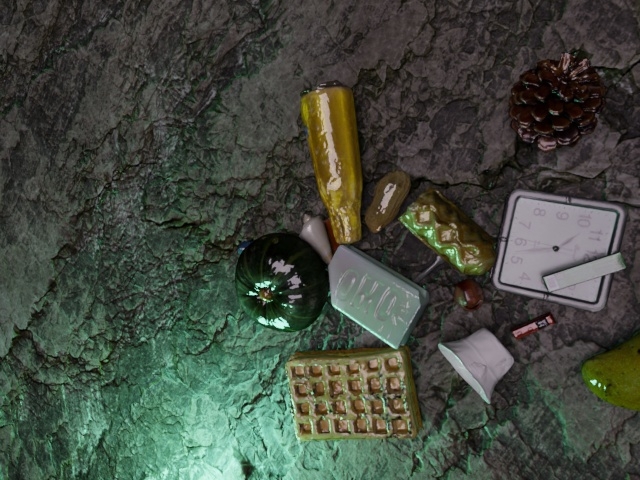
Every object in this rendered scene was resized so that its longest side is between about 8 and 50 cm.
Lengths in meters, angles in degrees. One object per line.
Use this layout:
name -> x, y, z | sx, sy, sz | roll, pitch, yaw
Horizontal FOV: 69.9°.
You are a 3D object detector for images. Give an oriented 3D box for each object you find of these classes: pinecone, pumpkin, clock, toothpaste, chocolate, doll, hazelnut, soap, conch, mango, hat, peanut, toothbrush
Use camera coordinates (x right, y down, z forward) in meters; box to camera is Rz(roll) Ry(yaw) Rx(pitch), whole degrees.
pinecone -> 0.556, -0.335, 1.087 | 0.221, 0.221, 0.222 | 1, 92, 21
pumpkin -> -0.111, 0.120, 1.349 | 0.300, 0.207, 0.301 | 15, 118, 30
clock -> 0.594, 0.020, 1.164 | 0.278, 0.049, 0.274 | 13, 97, 20
toothpaste -> 0.633, 0.078, 1.105 | 0.178, 0.037, 0.043 | -23, 80, 20
chocolate -> 0.045, -0.211, 1.309 | 0.162, 0.162, 0.446 | -8, 90, 21
doll -> -0.226, 0.035, 1.482 | 0.083, 0.050, 0.077 | 4, 97, 19
hazelnut -> 0.400, 0.147, 1.232 | 0.086, 0.086, 0.087 | 1, 92, 21
soap -> 0.146, 0.152, 1.294 | 0.289, 0.095, 0.173 | 32, 101, 26
conch -> 0.006, -0.006, 1.369 | 0.176, 0.104, 0.094 | 50, 134, 9
mango -> 0.787, 0.296, 1.043 | 0.329, 0.175, 0.177 | -31, 36, 19
hat -> 0.416, 0.309, 1.192 | 0.126, 0.203, 0.203 | -38, 78, -5
peanut -> 0.185, -0.112, 1.299 | 0.093, 0.083, 0.194 | 35, 104, 17
toothbrush -> 0.256, 0.131, 1.310 | 0.030, 0.030, 0.297 | 46, 107, 6

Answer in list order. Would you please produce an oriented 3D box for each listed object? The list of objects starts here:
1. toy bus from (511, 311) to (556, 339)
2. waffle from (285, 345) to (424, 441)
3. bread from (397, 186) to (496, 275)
toy bus -> 0.553, 0.222, 1.190 | 0.110, 0.043, 0.031 | -31, 81, 19
waffle -> 0.094, 0.441, 1.341 | 0.375, 0.114, 0.261 | -11, 85, 21
bread -> 0.342, -0.019, 1.205 | 0.267, 0.152, 0.130 | 43, 126, 12
